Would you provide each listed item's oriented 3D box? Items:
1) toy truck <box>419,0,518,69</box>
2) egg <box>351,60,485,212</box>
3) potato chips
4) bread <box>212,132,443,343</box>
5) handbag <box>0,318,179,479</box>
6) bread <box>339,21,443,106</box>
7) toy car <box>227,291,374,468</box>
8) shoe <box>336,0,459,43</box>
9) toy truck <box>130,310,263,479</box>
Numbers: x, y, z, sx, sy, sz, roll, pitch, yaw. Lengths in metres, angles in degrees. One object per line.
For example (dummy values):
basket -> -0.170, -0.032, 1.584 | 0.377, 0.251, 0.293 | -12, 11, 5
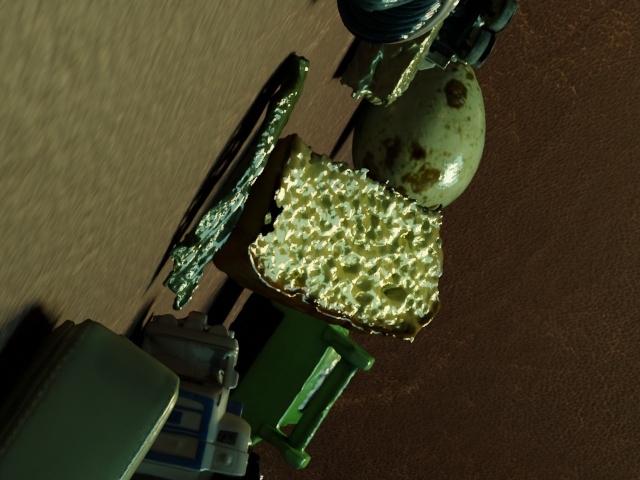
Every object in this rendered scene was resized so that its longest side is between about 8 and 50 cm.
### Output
toy truck -> 0.168, -0.298, 1.870 | 0.256, 0.108, 0.140 | -57, -169, 11
egg -> 0.133, -0.142, 2.215 | 0.169, 0.169, 0.231 | 112, 2, -75
potato chips -> -0.060, -0.046, 1.233 | 0.207, 0.028, 0.092 | -60, 177, -10
bread -> -0.010, -0.003, 1.429 | 0.260, 0.134, 0.129 | 27, 76, -51
handbag -> -0.178, 0.157, 0.929 | 0.256, 0.079, 0.219 | -58, -172, -15
bread -> 0.078, -0.200, 1.664 | 0.172, 0.064, 0.232 | -59, 177, -37
toy car -> -0.045, 0.130, 1.928 | 0.213, 0.176, 0.359 | -58, 178, 1
shoe -> 0.050, -0.194, 1.127 | 0.106, 0.091, 0.207 | -32, 169, -27
toy truck -> -0.115, 0.147, 1.334 | 0.213, 0.161, 0.177 | 110, -8, -75
